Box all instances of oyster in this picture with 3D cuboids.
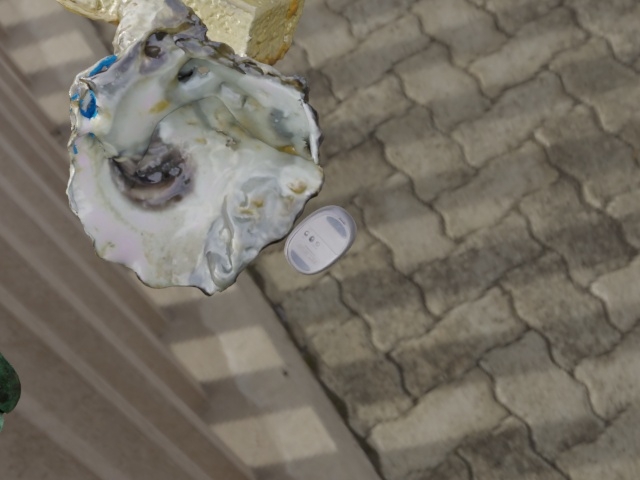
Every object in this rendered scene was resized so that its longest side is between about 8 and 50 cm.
[{"bbox_3d":[-0.105,-0.066,0.964,0.223,0.214,0.083,-49,26,20],"label":"oyster"}]

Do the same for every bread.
[{"bbox_3d":[-0.171,-0.309,1.589,0.274,0.114,0.185,23,28,14],"label":"bread"}]

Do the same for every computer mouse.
[{"bbox_3d":[0.000,0.000,1.530,0.096,0.039,0.066,-42,92,4],"label":"computer mouse"}]

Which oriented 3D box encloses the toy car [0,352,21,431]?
[{"bbox_3d":[-0.408,0.167,1.070,0.306,0.136,0.125,-38,32,0],"label":"toy car"}]
